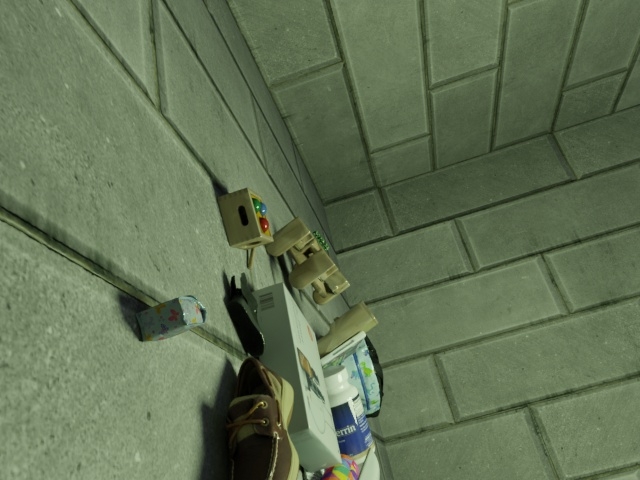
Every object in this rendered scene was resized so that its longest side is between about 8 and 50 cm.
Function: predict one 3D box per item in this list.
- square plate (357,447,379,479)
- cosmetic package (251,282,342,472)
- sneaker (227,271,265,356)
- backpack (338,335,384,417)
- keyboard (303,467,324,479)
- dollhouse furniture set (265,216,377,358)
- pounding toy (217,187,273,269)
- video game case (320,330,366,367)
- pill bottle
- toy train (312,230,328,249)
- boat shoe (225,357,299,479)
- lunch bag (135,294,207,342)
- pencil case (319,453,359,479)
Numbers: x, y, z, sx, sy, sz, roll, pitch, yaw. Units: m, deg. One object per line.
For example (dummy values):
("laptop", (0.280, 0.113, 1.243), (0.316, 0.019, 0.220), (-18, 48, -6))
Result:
("square plate", (0.049, 0.604, 0.902), (0.344, 0.049, 0.347), (-8, 110, -78))
("cosmetic package", (-0.060, 0.336, 1.254), (0.284, 0.097, 0.377), (68, 6, -50))
("sneaker", (-0.157, 0.162, 1.112), (0.089, 0.051, 0.170), (-74, 144, -70))
("backpack", (0.124, 0.488, 1.904), (0.356, 0.273, 0.290), (103, -20, -57))
("keyboard", (-0.009, 0.613, 1.346), (0.256, 0.014, 0.072), (64, 11, -54))
("dollhouse furniture set", (-0.031, 0.185, 1.697), (0.394, 0.256, 0.362), (53, -1, 18))
("pounding toy", (-0.167, -0.024, 1.315), (0.206, 0.094, 0.181), (30, 44, -80))
("video game case", (0.060, 0.374, 1.651), (0.022, 0.173, 0.190), (53, -21, 19))
("pill bottle", (0.054, 0.518, 1.513), (0.153, 0.153, 0.265), (0, 72, -83))
("toy train", (0.000, 0.000, 1.748), (0.083, 0.017, 0.023), (53, -10, -14))
("boat shoe", (-0.115, 0.315, 0.852), (0.123, 0.123, 0.342), (56, 12, -18))
("lunch bag", (-0.209, 0.110, 0.725), (0.083, 0.071, 0.053), (37, 32, -75))
("pencil case", (0.034, 0.615, 1.260), (0.236, 0.104, 0.105), (15, 58, -77))
